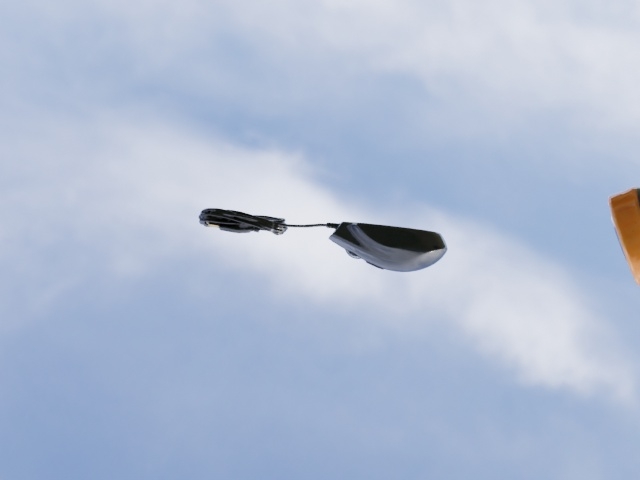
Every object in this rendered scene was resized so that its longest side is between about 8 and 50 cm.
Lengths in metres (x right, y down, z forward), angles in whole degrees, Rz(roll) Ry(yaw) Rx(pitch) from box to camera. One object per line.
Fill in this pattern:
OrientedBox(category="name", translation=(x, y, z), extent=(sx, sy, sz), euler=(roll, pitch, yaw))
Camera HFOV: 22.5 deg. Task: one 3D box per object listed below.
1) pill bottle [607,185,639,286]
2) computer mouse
OrientedBox(category="pill bottle", translation=(0.381, -0.037, 1.410), extent=(0.246, 0.130, 0.130), euler=(-19, -140, 13))
OrientedBox(category="computer mouse", translation=(0.000, 0.000, 1.516), extent=(0.242, 0.041, 0.071), euler=(7, 179, 16))
